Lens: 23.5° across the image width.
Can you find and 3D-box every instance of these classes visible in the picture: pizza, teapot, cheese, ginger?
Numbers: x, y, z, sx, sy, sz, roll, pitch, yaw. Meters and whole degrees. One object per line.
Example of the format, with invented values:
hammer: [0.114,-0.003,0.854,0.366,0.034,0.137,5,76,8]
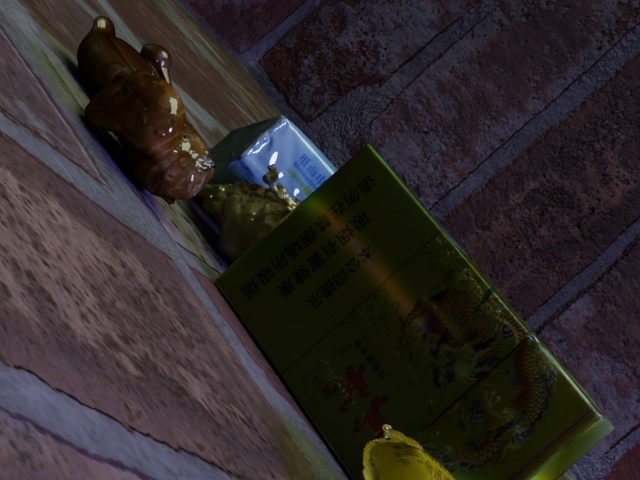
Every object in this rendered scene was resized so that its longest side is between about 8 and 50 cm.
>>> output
pizza: [0.001,0.044,1.357,0.287,0.075,0.280,31,-28,20]
teapot: [-0.178,-0.158,1.446,0.129,0.078,0.098,51,6,27]
cheese: [0.079,0.216,0.967,0.156,0.064,0.250,44,17,-37]
ginger: [-0.150,-0.096,1.297,0.103,0.073,0.162,61,-7,-27]

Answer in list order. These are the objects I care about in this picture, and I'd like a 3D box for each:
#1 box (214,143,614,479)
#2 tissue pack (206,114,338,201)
box: [0.061,0.083,1.164,0.311,0.173,0.043,53,8,35]
tissue pack: [0.000,0.000,1.497,0.263,0.089,0.177,46,-15,-14]
